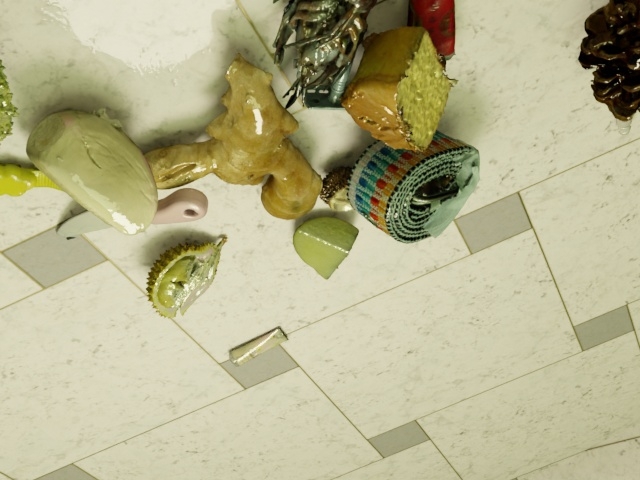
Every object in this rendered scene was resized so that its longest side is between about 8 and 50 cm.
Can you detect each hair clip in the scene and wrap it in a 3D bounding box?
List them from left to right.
[{"bbox_3d":[-0.516,-0.107,1.844,0.173,0.046,0.072,-1,136,-17],"label":"hair clip"}]

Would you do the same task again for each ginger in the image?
[{"bbox_3d":[-0.108,-0.154,1.862,0.363,0.122,0.348,21,144,-26],"label":"ginger"}]

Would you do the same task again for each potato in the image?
[{"bbox_3d":[0.000,0.000,2.176,0.120,0.081,0.149,27,150,-5],"label":"potato"}]

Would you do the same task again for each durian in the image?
[{"bbox_3d":[-0.273,0.051,2.105,0.208,0.102,0.146,-40,145,-7],"label":"durian"},{"bbox_3d":[0.039,-0.104,2.033,0.140,0.071,0.110,-8,147,-49],"label":"durian"}]

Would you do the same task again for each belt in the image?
[{"bbox_3d":[0.179,-0.106,1.981,0.257,0.150,0.207,-15,133,-41],"label":"belt"}]

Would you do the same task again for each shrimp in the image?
[{"bbox_3d":[-0.010,-0.353,1.675,0.172,0.137,0.372,29,122,-7],"label":"shrimp"}]

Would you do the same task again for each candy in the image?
[{"bbox_3d":[0.189,-0.375,1.767,0.086,0.059,0.292,-10,141,-6],"label":"candy"}]

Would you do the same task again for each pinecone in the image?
[{"bbox_3d":[0.567,-0.333,1.839,0.257,0.243,0.243,21,130,-21],"label":"pinecone"}]

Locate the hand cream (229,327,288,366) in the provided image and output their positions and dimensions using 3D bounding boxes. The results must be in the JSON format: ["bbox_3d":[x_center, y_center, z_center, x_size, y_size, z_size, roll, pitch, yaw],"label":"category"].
[{"bbox_3d":[-0.145,0.251,2.444,0.143,0.039,0.061,-27,139,5],"label":"hand cream"}]

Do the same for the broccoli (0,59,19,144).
[{"bbox_3d":[-0.556,-0.230,1.583,0.198,0.226,0.176,11,-178,16],"label":"broccoli"}]

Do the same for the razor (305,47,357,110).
[{"bbox_3d":[0.047,-0.322,1.785,0.106,0.068,0.232,-2,135,-20],"label":"razor"}]

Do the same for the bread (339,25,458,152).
[{"bbox_3d":[0.119,-0.254,1.746,0.160,0.147,0.260,-68,157,-5],"label":"bread"}]

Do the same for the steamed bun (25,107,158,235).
[{"bbox_3d":[-0.366,-0.126,1.767,0.239,0.170,0.152,41,84,-28],"label":"steamed bun"}]

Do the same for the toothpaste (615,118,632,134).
[{"bbox_3d":[0.597,-0.280,2.067,0.048,0.031,0.190,-17,139,5],"label":"toothpaste"}]

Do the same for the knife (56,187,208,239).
[{"bbox_3d":[-0.359,-0.042,1.916,0.336,0.043,0.081,-11,149,22],"label":"knife"}]
